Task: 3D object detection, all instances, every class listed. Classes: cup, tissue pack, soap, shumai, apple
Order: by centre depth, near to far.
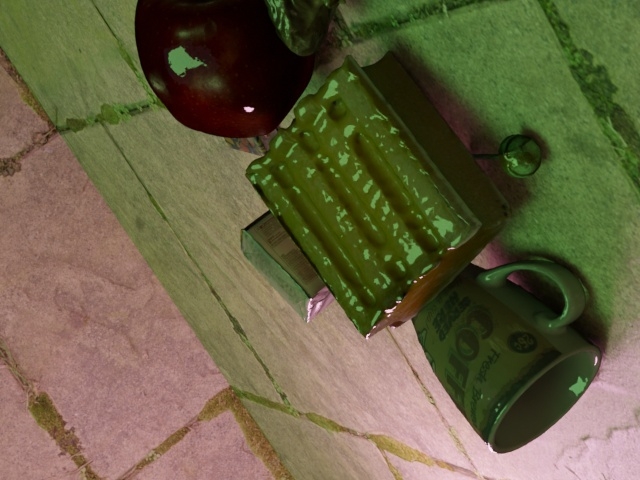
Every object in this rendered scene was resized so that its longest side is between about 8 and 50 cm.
[{"bbox_3d":[-0.004,-0.373,1.726,0.152,0.161,0.210,-8,88,36],"label":"shumai"},{"bbox_3d":[0.080,-0.069,1.819,0.335,0.156,0.293,53,128,17],"label":"soap"},{"bbox_3d":[0.277,0.134,1.873,0.257,0.227,0.301,47,131,28],"label":"cup"},{"bbox_3d":[-0.150,-0.310,1.935,0.288,0.288,0.317,42,166,27],"label":"apple"},{"bbox_3d":[0.000,0.000,2.189,0.185,0.225,0.124,45,158,18],"label":"tissue pack"},{"bbox_3d":[-0.142,-0.225,2.363,0.148,0.060,0.109,20,143,54],"label":"tissue pack"}]

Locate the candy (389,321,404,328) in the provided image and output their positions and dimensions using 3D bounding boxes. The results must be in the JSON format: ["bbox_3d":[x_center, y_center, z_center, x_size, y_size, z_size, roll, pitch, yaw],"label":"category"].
[{"bbox_3d":[0.153,0.036,2.032,0.101,0.143,0.271,43,158,35],"label":"candy"}]

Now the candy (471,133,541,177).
[{"bbox_3d":[0.247,-0.118,1.719,0.061,0.061,0.202,57,168,-13],"label":"candy"}]
